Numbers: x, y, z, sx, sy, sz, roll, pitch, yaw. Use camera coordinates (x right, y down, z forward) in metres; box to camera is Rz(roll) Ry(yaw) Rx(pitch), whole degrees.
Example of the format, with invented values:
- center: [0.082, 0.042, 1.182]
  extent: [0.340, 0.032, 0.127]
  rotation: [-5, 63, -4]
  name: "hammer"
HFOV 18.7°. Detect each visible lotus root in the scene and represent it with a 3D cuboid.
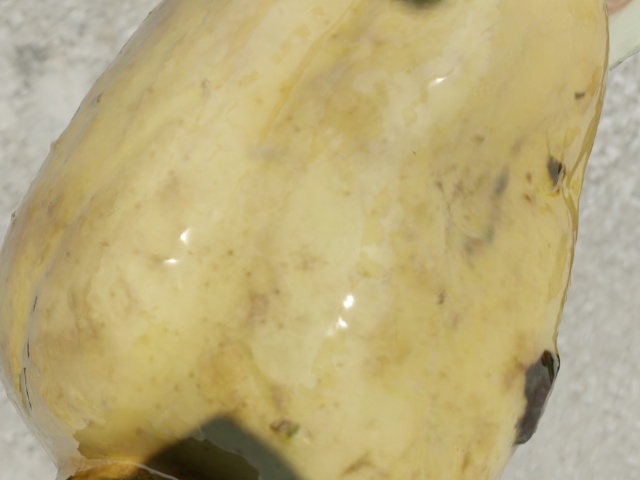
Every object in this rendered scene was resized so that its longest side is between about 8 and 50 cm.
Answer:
- center: [0.000, 0.000, 0.542]
  extent: [0.154, 0.140, 0.257]
  rotation: [30, 79, 1]
  name: "lotus root"

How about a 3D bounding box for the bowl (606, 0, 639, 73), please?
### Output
- center: [0.030, -0.217, 0.801]
  extent: [0.157, 0.337, 0.337]
  rotation: [24, 127, -39]
  name: "bowl"
